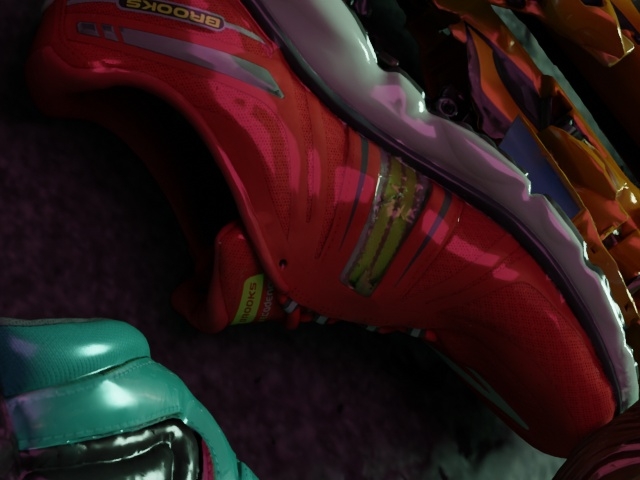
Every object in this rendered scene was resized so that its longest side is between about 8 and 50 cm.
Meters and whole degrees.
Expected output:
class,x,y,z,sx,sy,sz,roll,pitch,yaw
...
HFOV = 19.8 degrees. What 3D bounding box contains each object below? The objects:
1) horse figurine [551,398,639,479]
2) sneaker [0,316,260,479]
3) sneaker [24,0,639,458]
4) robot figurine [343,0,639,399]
class,x,y,z,sx,sy,sz,roll,pitch,yaw
horse figurine,0.139,0.178,0.705,0.174,0.066,0.263,-22,98,-25
sneaker,-0.118,0.107,0.498,0.295,0.124,0.178,-34,97,-52
sneaker,0.000,0.000,0.696,0.279,0.107,0.118,43,66,-11
robot figurine,0.115,-0.074,0.801,0.211,0.085,0.291,-37,91,-34
